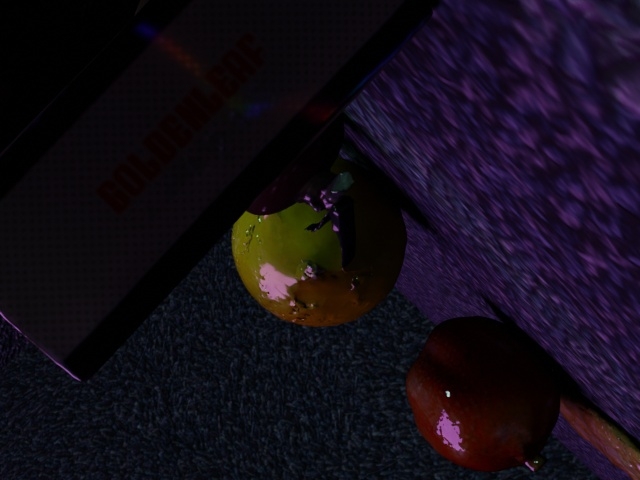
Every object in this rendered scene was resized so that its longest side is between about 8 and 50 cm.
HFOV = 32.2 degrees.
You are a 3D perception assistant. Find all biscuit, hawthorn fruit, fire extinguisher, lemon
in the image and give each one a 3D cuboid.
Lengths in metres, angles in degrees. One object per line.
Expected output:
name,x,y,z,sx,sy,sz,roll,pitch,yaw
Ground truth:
biscuit,0.326,0.226,1.230,0.118,0.029,0.247,46,179,-28
hawthorn fruit,0.190,0.176,1.223,0.188,0.169,0.169,39,176,38
fire extinguisher,-0.084,-0.119,0.931,0.337,0.114,0.135,44,159,9
lemon,0.000,0.000,1.093,0.173,0.173,0.206,44,-177,10

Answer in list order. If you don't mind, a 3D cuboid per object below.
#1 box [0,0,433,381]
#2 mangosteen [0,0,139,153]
box,-0.062,-0.052,0.551,0.084,0.198,0.310,43,179,-6
mangosteen,-0.209,-0.152,0.465,0.288,0.288,0.288,45,179,1
